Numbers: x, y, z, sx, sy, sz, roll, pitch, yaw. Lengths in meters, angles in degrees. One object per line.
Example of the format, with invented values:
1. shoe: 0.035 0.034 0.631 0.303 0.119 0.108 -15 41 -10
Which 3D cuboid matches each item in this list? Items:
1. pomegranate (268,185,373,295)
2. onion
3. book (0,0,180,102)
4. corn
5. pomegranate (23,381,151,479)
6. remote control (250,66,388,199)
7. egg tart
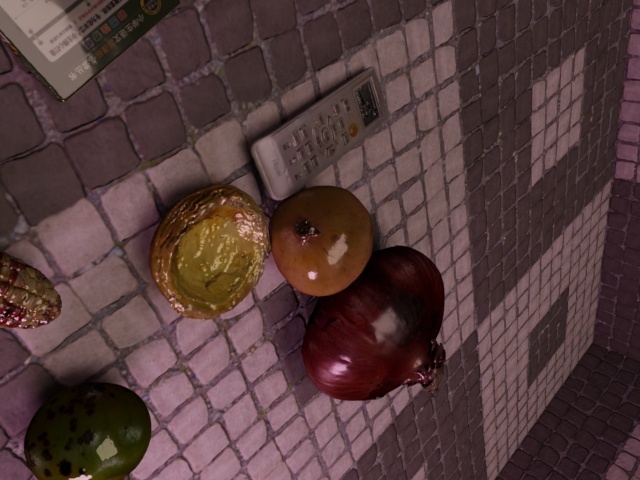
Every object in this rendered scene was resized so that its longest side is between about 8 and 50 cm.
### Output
1. pomegranate: 0.003 0.000 0.883 0.191 0.191 0.191 -21 121 -39
2. onion: 0.137 0.188 1.033 0.347 0.285 0.348 -36 147 -27
3. book: -0.300 -0.318 0.559 0.202 0.027 0.264 -51 135 -18
4. corn: -0.412 0.029 0.544 0.290 0.098 0.098 32 84 -49
5. pomegranate: -0.307 0.289 0.703 0.159 0.205 0.159 -25 156 -12
6. remote control: 0.003 -0.193 0.908 0.313 0.055 0.109 -41 125 -31
7. egg tart: -0.170 0.014 0.791 0.212 0.090 0.213 -20 122 -36
